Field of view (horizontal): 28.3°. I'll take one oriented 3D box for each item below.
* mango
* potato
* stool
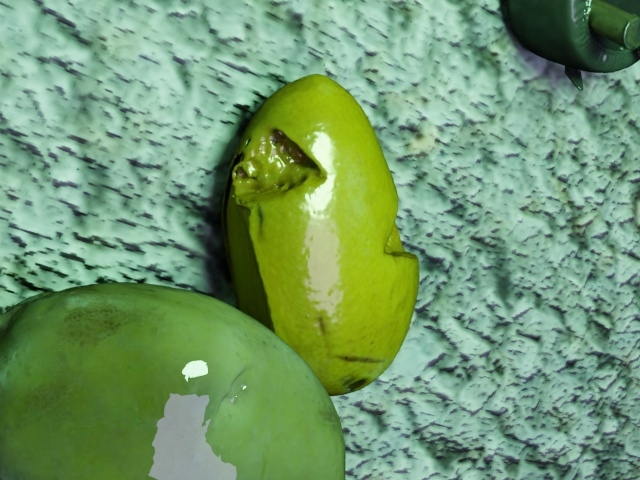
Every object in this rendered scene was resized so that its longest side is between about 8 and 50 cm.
[{"bbox_3d":[0.000,0.000,1.028,0.167,0.130,0.262,-28,117,-32],"label":"mango"},{"bbox_3d":[-0.112,0.160,0.930,0.326,0.243,0.221,58,29,-36],"label":"potato"},{"bbox_3d":[0.255,-0.244,1.122,0.153,0.139,0.228,-38,129,-23],"label":"stool"}]
